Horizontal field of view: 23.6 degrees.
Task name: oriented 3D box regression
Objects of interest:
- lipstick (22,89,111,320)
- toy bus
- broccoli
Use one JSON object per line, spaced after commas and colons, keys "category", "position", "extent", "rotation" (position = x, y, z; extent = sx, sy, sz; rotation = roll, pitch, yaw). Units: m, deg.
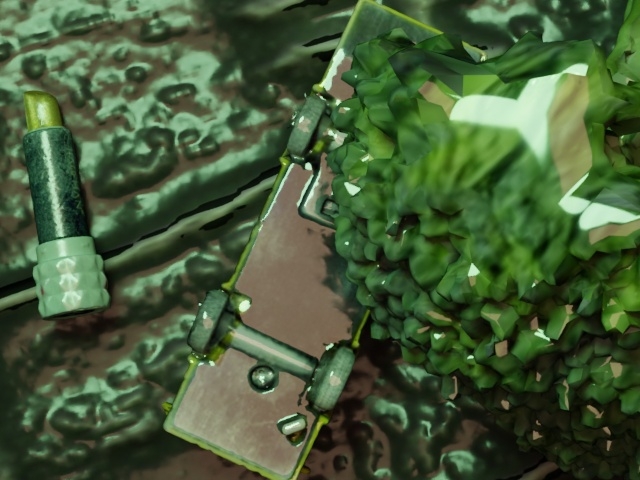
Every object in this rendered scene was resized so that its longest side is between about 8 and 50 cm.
{"category": "lipstick", "position": [-0.129, -0.020, 0.755], "extent": [0.037, 0.037, 0.116], "rotation": [-9, 83, -1]}
{"category": "toy bus", "position": [0.000, 0.000, 0.735], "extent": [0.081, 0.074, 0.226], "rotation": [23, 87, -1]}
{"category": "broccoli", "position": [0.148, -0.025, 0.645], "extent": [0.375, 0.249, 0.302], "rotation": [-1, 56, -32]}
